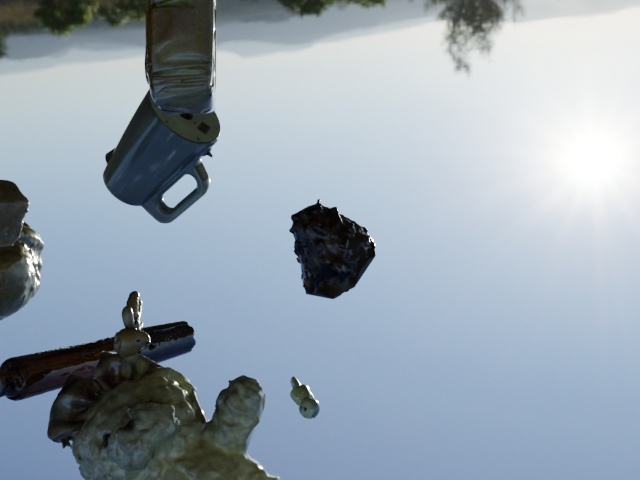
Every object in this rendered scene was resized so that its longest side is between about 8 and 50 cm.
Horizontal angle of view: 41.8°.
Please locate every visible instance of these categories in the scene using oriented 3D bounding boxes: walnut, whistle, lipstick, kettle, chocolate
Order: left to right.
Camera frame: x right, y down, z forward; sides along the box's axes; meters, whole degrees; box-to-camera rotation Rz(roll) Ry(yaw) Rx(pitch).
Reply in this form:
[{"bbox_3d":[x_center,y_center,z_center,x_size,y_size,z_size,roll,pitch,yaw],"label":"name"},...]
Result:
[{"bbox_3d":[-0.774,0.041,1.912,0.253,0.281,0.277,0,162,-3],"label":"walnut"},{"bbox_3d":[-0.372,0.200,1.424,0.077,0.077,0.418,1,-175,33],"label":"lipstick"},{"bbox_3d":[-0.310,-0.163,1.679,0.243,0.210,0.160,-45,-174,34],"label":"kettle"},{"bbox_3d":[-0.029,0.263,1.396,0.035,0.035,0.100,-11,-146,-20],"label":"whistle"},{"bbox_3d":[0.000,0.000,1.440,0.156,0.133,0.156,-27,-147,19],"label":"chocolate"}]

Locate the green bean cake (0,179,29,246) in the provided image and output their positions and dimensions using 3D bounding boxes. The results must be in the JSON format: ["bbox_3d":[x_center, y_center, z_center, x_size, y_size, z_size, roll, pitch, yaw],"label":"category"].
[{"bbox_3d":[-0.632,-0.047,1.517,0.179,0.109,0.085,-4,-138,-47],"label":"green bean cake"}]

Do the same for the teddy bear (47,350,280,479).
[{"bbox_3d":[-0.207,0.296,1.126,0.327,0.362,0.375,-42,-179,-16],"label":"teddy bear"}]

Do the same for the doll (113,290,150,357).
[{"bbox_3d":[-0.277,0.121,1.209,0.051,0.093,0.061,-18,149,-3],"label":"doll"}]

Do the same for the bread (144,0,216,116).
[{"bbox_3d":[-0.218,-0.302,1.316,0.110,0.209,0.192,1,-179,-4],"label":"bread"}]
